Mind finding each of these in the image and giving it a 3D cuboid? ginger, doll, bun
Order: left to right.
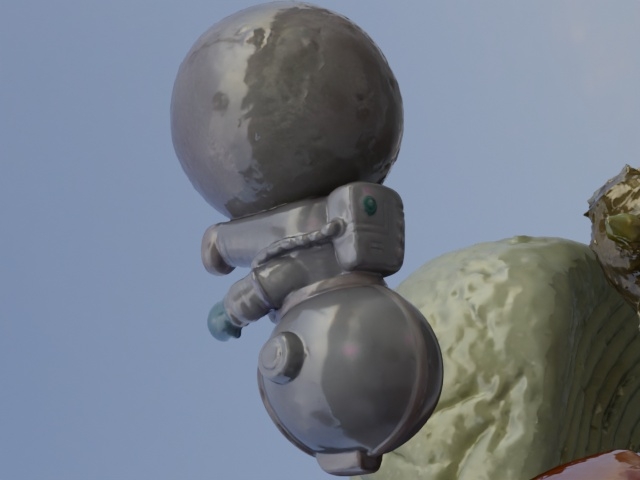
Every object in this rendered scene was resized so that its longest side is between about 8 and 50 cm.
[{"bbox_3d":[0.000,0.000,1.104,0.151,0.151,0.287,29,-139,-58],"label":"doll"},{"bbox_3d":[0.141,0.175,1.463,0.349,0.227,0.352,-51,-53,-45],"label":"bun"},{"bbox_3d":[0.250,0.017,1.237,0.216,0.102,0.157,18,-143,-42],"label":"ginger"}]

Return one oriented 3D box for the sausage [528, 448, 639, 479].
[{"bbox_3d":[0.185,0.201,0.923,0.141,0.268,0.153,-20,-61,-36],"label":"sausage"}]
